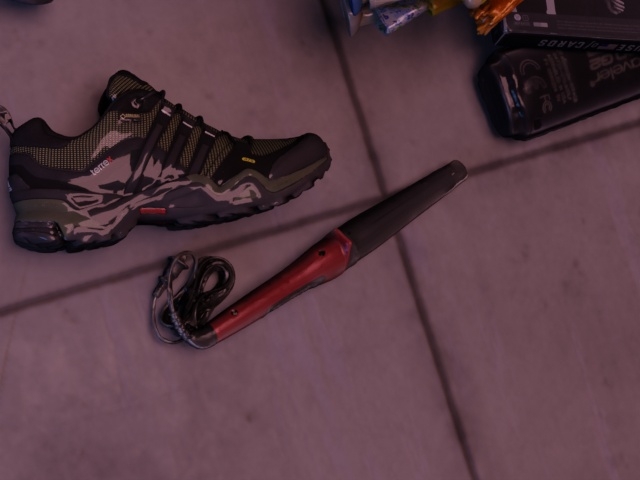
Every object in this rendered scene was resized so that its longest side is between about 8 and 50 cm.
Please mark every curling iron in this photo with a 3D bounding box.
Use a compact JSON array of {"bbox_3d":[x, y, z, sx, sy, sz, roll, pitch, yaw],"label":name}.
[{"bbox_3d":[0.000,0.000,0.951,0.274,0.035,0.068,-25,92,-25],"label":"curling iron"}]

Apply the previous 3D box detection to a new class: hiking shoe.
[{"bbox_3d":[-0.100,-0.063,0.890,0.227,0.086,0.114,-12,90,-24],"label":"hiking shoe"}]

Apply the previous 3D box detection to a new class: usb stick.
[{"bbox_3d":[0.250,-0.152,1.080,0.278,0.045,0.077,-21,97,-25],"label":"usb stick"}]

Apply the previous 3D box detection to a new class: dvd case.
[{"bbox_3d":[0.206,-0.263,1.058,0.179,0.029,0.239,0,71,-18],"label":"dvd case"}]

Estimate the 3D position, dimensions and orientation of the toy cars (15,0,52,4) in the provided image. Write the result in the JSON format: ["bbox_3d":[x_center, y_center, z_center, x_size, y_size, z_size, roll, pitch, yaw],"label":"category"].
[{"bbox_3d":[-0.176,-0.286,0.880,0.394,0.087,0.176,-54,148,-20],"label":"toy cars"}]

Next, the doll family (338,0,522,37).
[{"bbox_3d":[0.081,-0.231,0.966,0.163,0.118,0.263,-15,54,-2],"label":"doll family"}]
